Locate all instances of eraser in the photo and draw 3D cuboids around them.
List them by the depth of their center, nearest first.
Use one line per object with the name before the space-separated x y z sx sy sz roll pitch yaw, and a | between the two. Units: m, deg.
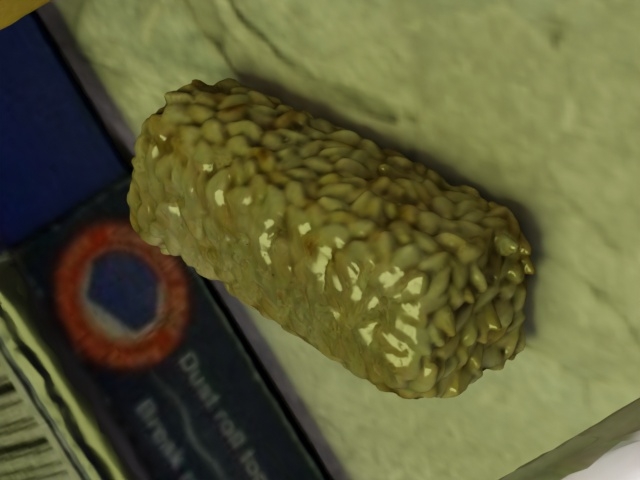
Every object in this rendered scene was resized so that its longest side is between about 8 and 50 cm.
eraser | -0.114 0.055 0.849 0.155 0.101 0.332 -20 102 55

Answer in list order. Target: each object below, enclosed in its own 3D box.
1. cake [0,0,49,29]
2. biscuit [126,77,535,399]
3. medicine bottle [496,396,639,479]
cake | -0.201 -0.162 0.655 0.222 0.227 0.286 49 144 5
biscuit | 0.000 0.000 0.703 0.168 0.070 0.082 29 129 33
medicine bottle | 0.187 0.186 0.504 0.236 0.236 0.406 5 124 46
